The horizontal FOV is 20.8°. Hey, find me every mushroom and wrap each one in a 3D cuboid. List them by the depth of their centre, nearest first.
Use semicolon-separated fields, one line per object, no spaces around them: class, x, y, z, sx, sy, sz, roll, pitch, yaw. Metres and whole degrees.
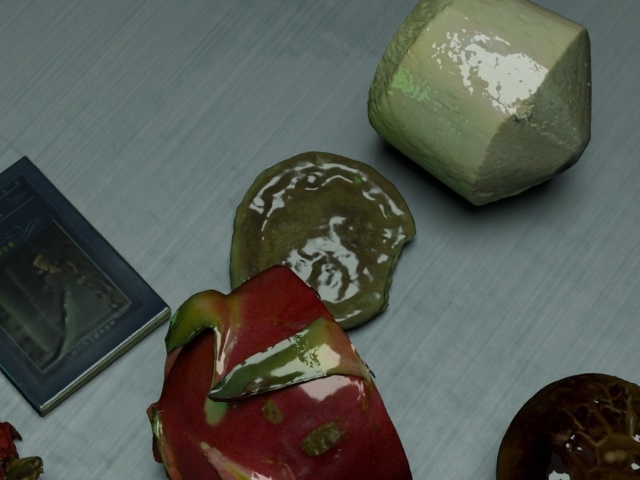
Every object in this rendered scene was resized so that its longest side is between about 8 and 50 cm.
mushroom;0.283;0.281;1.814;0.278;0.163;0.297;5;64;0

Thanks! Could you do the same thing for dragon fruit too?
dragon fruit;-0.062;0.194;1.783;0.225;0.305;0.305;-29;67;-8
dragon fruit;-0.369;0.233;1.849;0.122;0.092;0.192;-37;70;-19

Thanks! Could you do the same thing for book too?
book;-0.327;0.047;1.986;0.191;0.025;0.269;-38;70;-19

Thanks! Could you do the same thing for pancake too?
pancake;0.000;0.000;2.016;0.222;0.042;0.236;38;68;14

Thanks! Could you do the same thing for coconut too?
coconut;0.199;-0.164;2.011;0.244;0.239;0.239;31;65;15
